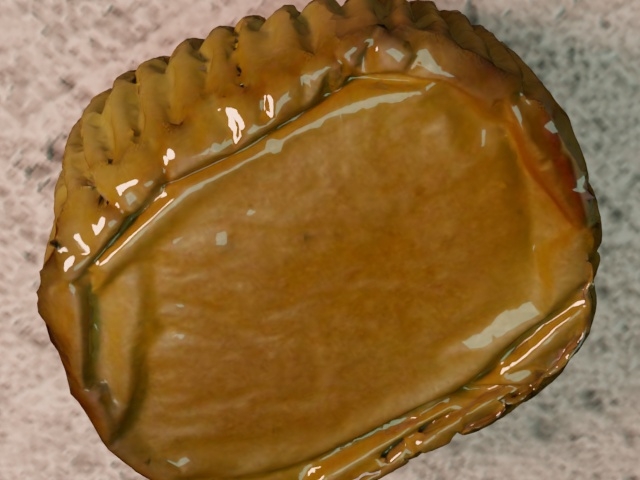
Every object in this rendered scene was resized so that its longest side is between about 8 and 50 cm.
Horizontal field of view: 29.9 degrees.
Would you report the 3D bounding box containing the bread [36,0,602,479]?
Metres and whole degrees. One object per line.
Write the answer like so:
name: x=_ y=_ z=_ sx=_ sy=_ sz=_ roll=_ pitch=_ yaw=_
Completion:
bread: x=0.000 y=0.000 z=0.568 sx=0.253 sy=0.142 sz=0.227 roll=-24 pitch=111 yaw=3
